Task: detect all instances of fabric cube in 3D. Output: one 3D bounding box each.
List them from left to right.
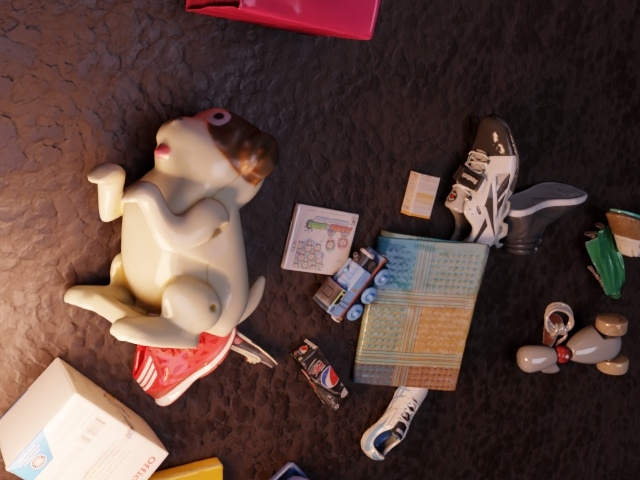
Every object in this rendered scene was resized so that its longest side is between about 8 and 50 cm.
[{"bbox_3d":[-0.058,-0.503,1.335,0.258,0.259,0.254,4,103,-31],"label":"fabric cube"}]

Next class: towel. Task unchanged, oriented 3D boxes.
[{"bbox_3d":[0.229,0.167,1.789,0.271,0.040,0.370,8,102,-13],"label":"towel"}]

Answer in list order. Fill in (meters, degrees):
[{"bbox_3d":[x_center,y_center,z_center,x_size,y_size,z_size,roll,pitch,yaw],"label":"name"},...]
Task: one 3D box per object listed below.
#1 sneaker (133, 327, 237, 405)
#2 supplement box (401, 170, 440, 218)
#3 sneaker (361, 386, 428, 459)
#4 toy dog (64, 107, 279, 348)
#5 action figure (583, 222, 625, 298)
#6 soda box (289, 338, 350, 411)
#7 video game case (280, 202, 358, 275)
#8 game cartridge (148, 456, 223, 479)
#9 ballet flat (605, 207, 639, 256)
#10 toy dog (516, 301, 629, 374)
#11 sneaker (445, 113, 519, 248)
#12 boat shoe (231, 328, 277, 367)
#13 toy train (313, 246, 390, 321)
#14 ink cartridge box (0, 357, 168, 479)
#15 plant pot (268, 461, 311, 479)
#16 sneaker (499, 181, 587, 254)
[{"bbox_3d":[-0.274,0.214,1.514,0.221,0.087,0.128,-47,123,-12],"label":"sneaker"},{"bbox_3d":[0.227,-0.104,1.749,0.062,0.036,0.098,9,99,-32],"label":"supplement box"},{"bbox_3d":[0.193,0.429,1.852,0.085,0.086,0.237,45,78,-30],"label":"sneaker"},{"bbox_3d":[-0.217,-0.033,1.366,0.395,0.284,0.408,13,95,-33],"label":"toy dog"},{"bbox_3d":[0.788,0.066,2.114,0.137,0.063,0.232,-32,114,-21],"label":"action figure"},{"bbox_3d":[0.000,0.302,1.715,0.053,0.060,0.169,-40,120,-16],"label":"soda box"},{"bbox_3d":[0.000,0.000,1.654,0.157,0.019,0.143,9,99,-32],"label":"video game case"},{"bbox_3d":[-0.362,0.617,1.602,0.323,0.052,0.285,-5,106,-27],"label":"game cartridge"},{"bbox_3d":[0.869,-0.017,2.089,0.342,0.116,0.124,1,107,-48],"label":"ballet flat"},{"bbox_3d":[0.677,0.274,2.083,0.333,0.161,0.220,15,99,-18],"label":"toy dog"},{"bbox_3d":[0.363,-0.123,1.771,0.146,0.122,0.331,-10,113,-24],"label":"sneaker"},{"bbox_3d":[-0.147,0.234,1.616,0.137,0.049,0.043,40,85,-30],"label":"boat shoe"},{"bbox_3d":[0.073,0.094,1.671,0.184,0.080,0.105,-52,135,3],"label":"toy train"},{"bbox_3d":[-0.437,0.368,1.410,0.171,0.168,0.233,-49,122,-9],"label":"ink cartridge box"},{"bbox_3d":[-0.053,0.650,1.692,0.236,0.212,0.236,-43,121,-13],"label":"plant pot"},{"bbox_3d":[0.548,-0.052,1.926,0.295,0.104,0.147,-16,125,-32],"label":"sneaker"}]
